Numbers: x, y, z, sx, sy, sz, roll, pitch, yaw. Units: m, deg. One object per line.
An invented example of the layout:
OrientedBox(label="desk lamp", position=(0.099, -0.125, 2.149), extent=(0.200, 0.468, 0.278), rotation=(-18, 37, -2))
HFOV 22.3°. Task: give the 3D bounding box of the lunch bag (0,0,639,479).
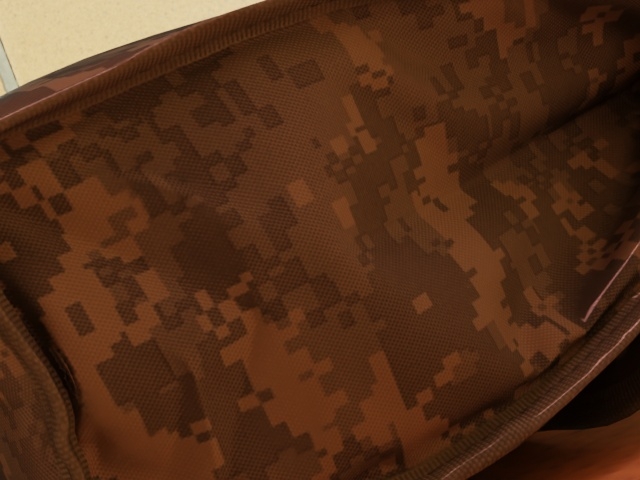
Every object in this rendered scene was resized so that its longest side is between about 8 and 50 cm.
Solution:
OrientedBox(label="lunch bag", position=(0.000, 0.000, 0.546), extent=(0.287, 0.169, 0.235), rotation=(-27, 6, -25))
